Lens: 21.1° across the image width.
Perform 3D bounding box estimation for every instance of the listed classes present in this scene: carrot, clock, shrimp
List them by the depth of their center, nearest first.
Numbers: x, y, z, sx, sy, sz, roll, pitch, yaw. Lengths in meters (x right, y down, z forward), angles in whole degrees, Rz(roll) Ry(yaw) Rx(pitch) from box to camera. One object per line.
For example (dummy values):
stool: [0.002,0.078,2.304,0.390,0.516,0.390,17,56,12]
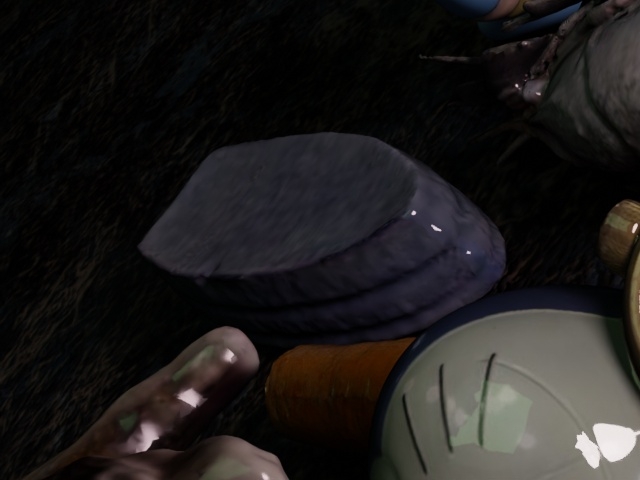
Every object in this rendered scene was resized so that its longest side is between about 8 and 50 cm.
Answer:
clock: [0.133,0.079,0.658,0.243,0.146,0.200,-25,71,25]
carrot: [0.060,0.078,0.844,0.225,0.067,0.067,-7,46,52]
shrimp: [0.169,-0.093,0.865,0.343,0.116,0.145,-6,47,57]

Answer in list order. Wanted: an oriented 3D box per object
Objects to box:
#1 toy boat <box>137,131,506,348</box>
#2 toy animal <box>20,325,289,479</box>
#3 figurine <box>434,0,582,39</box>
toy boat: [0.000,0.000,1.014,0.127,0.078,0.283,-53,28,-21]
toy animal: [-0.143,0.202,0.731,0.344,0.194,0.302,-39,-1,15]
figurine: [0.131,-0.210,1.016,0.262,0.154,0.180,-29,-10,-14]
